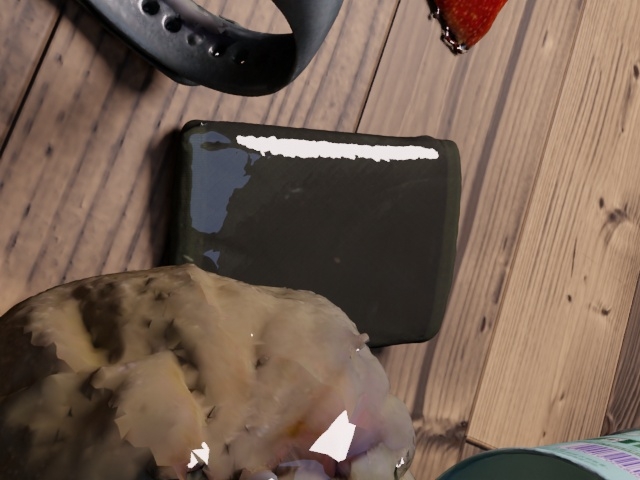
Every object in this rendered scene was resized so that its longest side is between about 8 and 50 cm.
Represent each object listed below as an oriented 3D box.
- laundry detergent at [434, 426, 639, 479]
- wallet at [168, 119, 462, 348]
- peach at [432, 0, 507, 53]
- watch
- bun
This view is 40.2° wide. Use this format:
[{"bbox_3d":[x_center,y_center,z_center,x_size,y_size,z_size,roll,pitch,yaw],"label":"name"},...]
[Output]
[{"bbox_3d":[0.264,0.306,0.743,0.305,0.287,0.287,7,88,-43],"label":"laundry detergent"},{"bbox_3d":[0.000,0.000,0.636,0.245,0.052,0.168,1,97,-37],"label":"wallet"},{"bbox_3d":[0.150,-0.301,0.744,0.189,0.068,0.279,1,93,-42],"label":"peach"},{"bbox_3d":[-0.083,-0.161,0.453,0.206,0.193,0.068,36,68,-18],"label":"watch"},{"bbox_3d":[-0.063,0.136,0.454,0.282,0.205,0.281,7,79,-39],"label":"bun"}]
